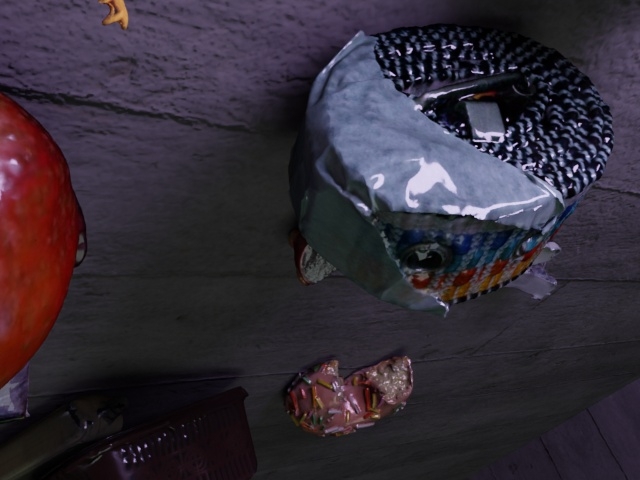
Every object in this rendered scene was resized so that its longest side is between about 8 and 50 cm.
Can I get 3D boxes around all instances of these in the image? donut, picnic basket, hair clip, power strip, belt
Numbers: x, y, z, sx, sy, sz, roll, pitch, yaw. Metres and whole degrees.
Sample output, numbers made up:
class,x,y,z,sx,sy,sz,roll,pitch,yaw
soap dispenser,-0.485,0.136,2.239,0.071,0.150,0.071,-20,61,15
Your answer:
class,x,y,z,sx,sy,sz,roll,pitch,yaw
donut,0.044,0.274,1.201,0.232,0.085,0.199,1,144,-33
picnic basket,-0.227,0.324,0.967,0.222,0.129,0.296,-35,165,36
hair clip,0.265,0.046,1.013,0.220,0.054,0.140,8,143,-38
power strip,-0.409,0.300,0.953,0.387,0.066,0.092,-31,162,17
belt,0.097,-0.062,0.556,0.257,0.207,0.150,-18,149,-24

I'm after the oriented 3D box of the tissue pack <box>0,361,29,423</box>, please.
class,x,y,z,sx,sy,sz,roll,pitch,yaw
tissue pack,-0.354,0.074,0.545,0.235,0.073,0.174,-3,113,-31

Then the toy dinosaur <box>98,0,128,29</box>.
class,x,y,z,sx,sy,sz,roll,pitch,yaw
toy dinosaur,-0.184,-0.194,0.290,0.117,0.071,0.288,-13,147,6

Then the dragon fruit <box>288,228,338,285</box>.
class,x,y,z,sx,sy,sz,roll,pitch,yaw
dragon fruit,0.000,0.000,0.748,0.083,0.056,0.060,-34,127,7

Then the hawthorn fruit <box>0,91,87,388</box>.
class,x,y,z,sx,sy,sz,roll,pitch,yaw
hawthorn fruit,-0.256,0.010,0.388,0.215,0.250,0.215,9,143,6
